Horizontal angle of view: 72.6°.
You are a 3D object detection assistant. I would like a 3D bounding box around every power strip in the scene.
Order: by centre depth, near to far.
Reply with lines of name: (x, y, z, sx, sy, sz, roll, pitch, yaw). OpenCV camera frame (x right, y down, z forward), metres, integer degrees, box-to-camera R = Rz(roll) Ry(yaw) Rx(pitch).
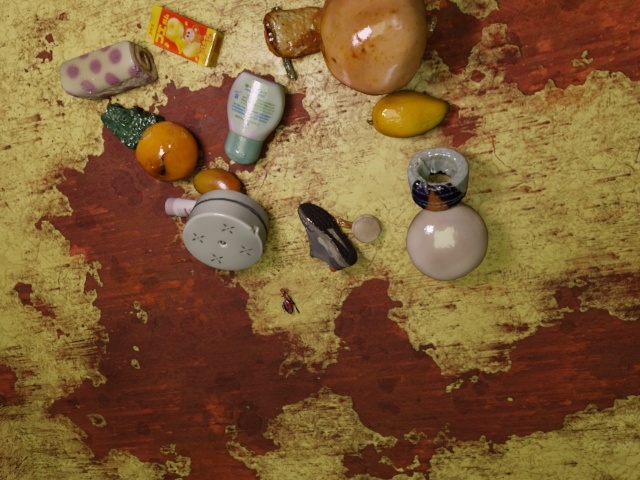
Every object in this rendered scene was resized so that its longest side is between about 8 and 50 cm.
power strip: (-0.400, -0.038, 1.821, 0.357, 0.161, 0.357, 4, 136, 4)

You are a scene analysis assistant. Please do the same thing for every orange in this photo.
orange: (-0.625, -0.362, 1.783, 0.246, 0.246, 0.246, 3, 107, 9)

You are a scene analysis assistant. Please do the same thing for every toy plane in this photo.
toy plane: (-0.151, 0.284, 2.006, 0.060, 0.037, 0.145, -21, 104, 11)

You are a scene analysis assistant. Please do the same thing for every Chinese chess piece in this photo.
Chinese chess piece: (0.191, -0.050, 1.826, 0.122, 0.051, 0.122, -1, 107, -2)

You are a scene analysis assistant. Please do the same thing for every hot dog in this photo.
hot dog: (-0.087, -0.774, 1.620, 0.259, 0.114, 0.175, -15, 100, -17)
hot dog: (0.107, -0.069, 1.853, 0.090, 0.034, 0.030, 18, 110, 4)

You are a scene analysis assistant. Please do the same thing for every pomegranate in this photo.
pomegranate: (0.196, -0.695, 1.461, 0.411, 0.411, 0.411, 3, 107, 9)

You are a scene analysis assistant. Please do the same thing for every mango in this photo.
mango: (0.332, -0.479, 1.650, 0.317, 0.119, 0.176, -3, 104, 2)
mango: (-0.433, -0.231, 1.849, 0.221, 0.120, 0.151, 30, 111, 2)

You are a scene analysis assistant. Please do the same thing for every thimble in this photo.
thimble: (0.437, -0.237, 1.641, 0.237, 0.237, 0.150, -9, 147, 12)

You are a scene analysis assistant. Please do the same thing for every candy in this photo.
candy: (-0.533, -0.798, 1.709, 0.276, 0.088, 0.146, 22, 111, 2)

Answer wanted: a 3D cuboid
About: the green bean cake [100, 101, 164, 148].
green bean cake: (-0.796, -0.509, 1.835, 0.208, 0.107, 0.193, 45, 110, -4)

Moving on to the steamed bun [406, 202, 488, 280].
steamed bun: (0.498, 0.005, 1.719, 0.324, 0.206, 0.324, 3, 109, 9)

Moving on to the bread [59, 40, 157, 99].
bread: (-0.848, -0.671, 1.750, 0.338, 0.187, 0.155, -11, 98, 12)

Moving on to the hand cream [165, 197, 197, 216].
hand cream: (-0.550, -0.138, 1.915, 0.248, 0.133, 0.083, 5, 70, 13)

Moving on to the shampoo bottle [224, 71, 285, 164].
shampoo bottle: (-0.277, -0.472, 1.733, 0.222, 0.151, 0.349, 20, 109, -3)

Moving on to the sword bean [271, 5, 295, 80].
sword bean: (-0.142, -0.755, 1.683, 0.043, 0.038, 0.269, -3, 108, 37)

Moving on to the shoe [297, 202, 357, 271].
shoe: (0.000, 0.000, 1.857, 0.336, 0.132, 0.171, 51, 131, 4)
